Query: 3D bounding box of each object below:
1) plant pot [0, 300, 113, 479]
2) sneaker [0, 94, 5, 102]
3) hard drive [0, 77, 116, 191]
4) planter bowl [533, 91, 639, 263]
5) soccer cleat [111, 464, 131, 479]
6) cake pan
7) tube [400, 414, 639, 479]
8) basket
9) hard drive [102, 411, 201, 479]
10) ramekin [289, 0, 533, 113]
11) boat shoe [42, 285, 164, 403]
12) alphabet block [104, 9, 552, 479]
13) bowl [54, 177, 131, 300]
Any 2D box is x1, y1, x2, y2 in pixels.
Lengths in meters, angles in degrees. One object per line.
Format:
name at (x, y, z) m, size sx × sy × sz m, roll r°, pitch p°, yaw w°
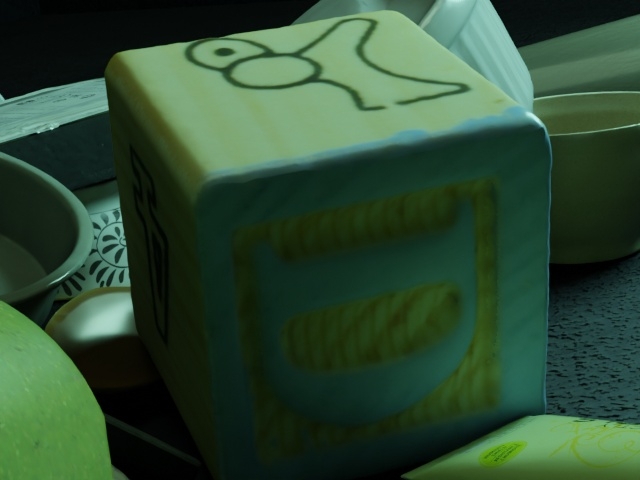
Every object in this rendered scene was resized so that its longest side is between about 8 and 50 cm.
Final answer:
plant pot at (-0.200, 0.114, 0.506) m, size 0.276 × 0.276 × 0.254 m, roll -1°, pitch 4°, yaw 21°
sneaker at (-0.383, -0.054, 1.522) m, size 0.228 × 0.132 × 0.086 m, roll -41°, pitch 2°, yaw 15°
hard drive at (-0.266, -0.073, 1.264) m, size 0.339 × 0.064 × 0.237 m, roll -23°, pitch 17°, yaw -35°
planter bowl at (0.197, -0.045, 1.153) m, size 0.162 × 0.109 × 0.162 m, roll -7°, pitch 15°, yaw 2°
soccer cleat at (-0.144, 0.125, 0.759) m, size 0.196 × 0.068 × 0.076 m, roll 3°, pitch 9°, yaw 37°
cake pan at (-0.287, 0.002, 0.920) m, size 0.293 × 0.054 × 0.293 m, roll 9°, pitch 23°, yaw -4°
tube at (0.146, 0.112, 0.687) m, size 0.070 × 0.062 × 0.240 m, roll 32°, pitch -16°, yaw -34°
basket at (0.209, -0.105, 1.312) m, size 0.226 × 0.154 × 0.204 m, roll -12°, pitch 14°, yaw -6°
hard drive at (-0.140, 0.093, 0.795) m, size 0.094 × 0.022 × 0.135 m, roll 9°, pitch -19°, yaw 47°
ramekin at (0.030, -0.080, 1.082) m, size 0.273 × 0.127 × 0.273 m, roll -38°, pitch 20°, yaw 16°
boat shoe at (-0.119, 0.065, 0.982) m, size 0.073 × 0.073 × 0.207 m, roll -43°, pitch -11°, yaw 33°
alphabet block at (0.000, 0.000, 0.837) m, size 0.192 × 0.193 × 0.197 m, roll -10°, pitch 28°, yaw -16°
bowl at (-0.198, -0.012, 1.273) m, size 0.170 × 0.080 × 0.170 m, roll -7°, pitch 14°, yaw 2°
